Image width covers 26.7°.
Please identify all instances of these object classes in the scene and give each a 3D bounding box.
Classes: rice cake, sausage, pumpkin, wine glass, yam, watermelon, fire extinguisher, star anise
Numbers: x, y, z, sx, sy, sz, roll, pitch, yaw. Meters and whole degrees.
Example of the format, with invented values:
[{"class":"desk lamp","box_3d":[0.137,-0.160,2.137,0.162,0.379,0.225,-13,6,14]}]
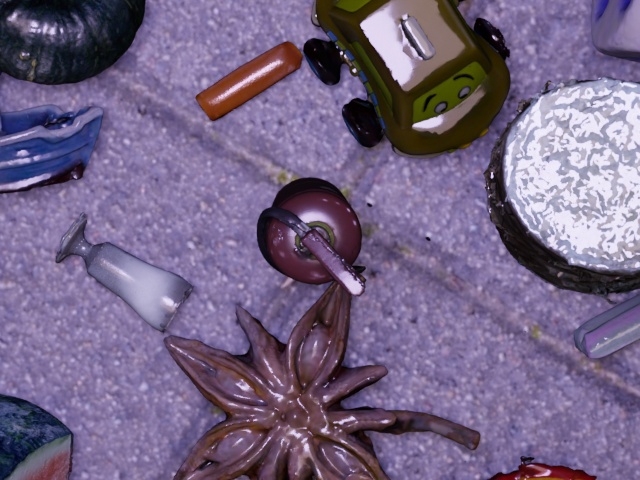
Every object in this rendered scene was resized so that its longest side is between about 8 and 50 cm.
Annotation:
[{"class":"rice cake","box_3d":[0.398,0.074,1.552,0.221,0.080,0.042,-26,92,1]},{"class":"sausage","box_3d":[-0.080,-0.184,1.544,0.131,0.041,0.039,-31,89,2]},{"class":"pumpkin","box_3d":[-0.295,-0.270,1.464,0.211,0.152,0.212,10,52,-13]},{"class":"wine glass","box_3d":[-0.227,0.037,1.548,0.155,0.072,0.072,33,94,-2]},{"class":"yam","box_3d":[0.297,-0.053,1.431,0.241,0.348,0.241,-1,86,8]},{"class":"watermelon","box_3d":[-0.373,0.314,1.485,0.148,0.318,0.226,-5,140,28]},{"class":"fire extinguisher","box_3d":[0.000,0.000,1.411,0.141,0.341,0.105,38,94,-5]},{"class":"star anise","box_3d":[-0.016,0.199,1.546,0.349,0.109,0.292,-23,93,3]}]

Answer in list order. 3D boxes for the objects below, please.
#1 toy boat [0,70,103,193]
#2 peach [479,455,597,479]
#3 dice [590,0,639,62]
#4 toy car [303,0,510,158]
[{"class":"toy boat","box_3d":[-0.395,-0.127,1.502,0.309,0.129,0.142,-3,109,1]},{"class":"peach","box_3d":[0.227,0.349,1.521,0.196,0.190,0.226,38,100,10]},{"class":"dice","box_3d":[0.448,-0.299,1.434,0.259,0.251,0.243,10,96,-2]},{"class":"toy car","box_3d":[0.100,-0.207,1.465,0.204,0.198,0.248,-33,96,1]}]
